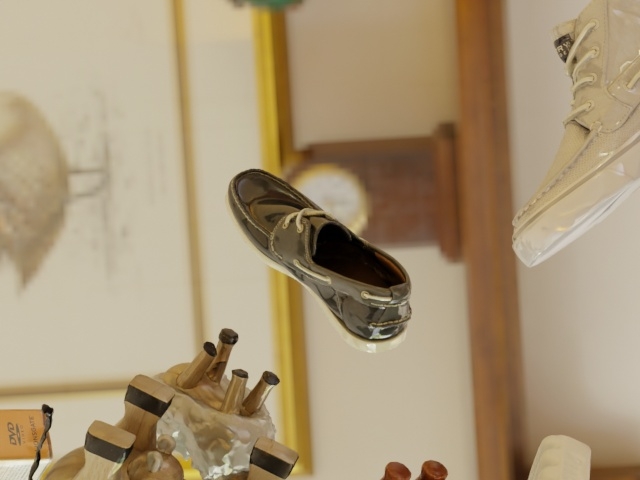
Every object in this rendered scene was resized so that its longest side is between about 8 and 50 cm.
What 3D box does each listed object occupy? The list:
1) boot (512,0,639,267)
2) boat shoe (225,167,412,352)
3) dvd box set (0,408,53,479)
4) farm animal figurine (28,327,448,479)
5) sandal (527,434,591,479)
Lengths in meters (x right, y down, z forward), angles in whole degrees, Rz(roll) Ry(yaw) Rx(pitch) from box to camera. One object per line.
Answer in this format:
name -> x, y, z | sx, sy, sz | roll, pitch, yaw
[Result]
boot -> 0.200, -0.099, 1.385 | 0.123, 0.258, 0.095 | 47, 157, 8
boat shoe -> 0.000, 0.000, 1.753 | 0.233, 0.084, 0.079 | 44, 147, 31
dvd box set -> -0.507, 0.257, 1.884 | 0.307, 0.420, 0.062 | -53, 43, 49
farm animal figurine -> -0.069, 0.236, 1.281 | 0.330, 0.327, 0.172 | -24, -36, -54
sandal -> 0.190, 0.287, 1.409 | 0.416, 0.102, 0.169 | -76, -1, -55
